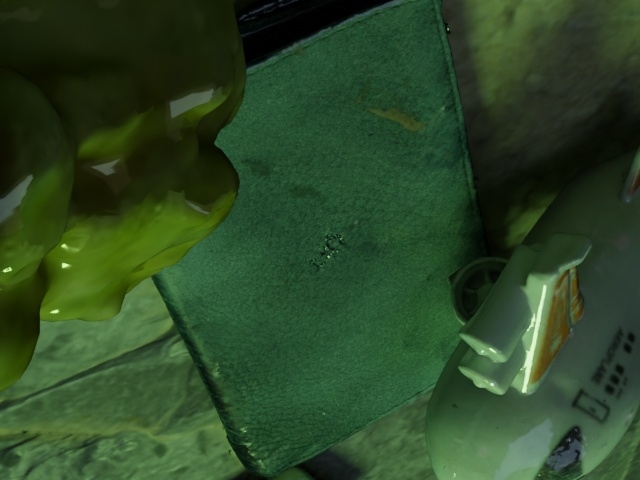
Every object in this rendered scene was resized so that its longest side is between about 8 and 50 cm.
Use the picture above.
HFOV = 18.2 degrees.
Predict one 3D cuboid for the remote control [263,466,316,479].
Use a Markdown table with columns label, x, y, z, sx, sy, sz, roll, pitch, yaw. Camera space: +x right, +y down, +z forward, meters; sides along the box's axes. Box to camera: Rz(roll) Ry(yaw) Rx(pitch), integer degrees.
| label | x | y | z | sx | sy | sz | roll | pitch | yaw |
| --- | --- | --- | --- | --- | --- | --- | --- | --- | --- |
| remote control | -0.111 | 0.248 | 1.341 | 0.293 | 0.051 | 0.103 | -36 | 148 | 8 |

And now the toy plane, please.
| label | x | y | z | sx | sy | sz | roll | pitch | yaw |
| --- | --- | --- | --- | --- | --- | --- | --- | --- | --- |
| toy plane | 0.151 | 0.047 | 1.125 | 0.245 | 0.117 | 0.244 | -44 | 152 | -31 |

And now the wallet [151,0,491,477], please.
| label | x | y | z | sx | sy | sz | roll | pitch | yaw |
| --- | --- | --- | --- | --- | --- | --- | --- | --- | --- |
| wallet | 0.000 | 0.000 | 1.067 | 0.191 | 0.046 | 0.379 | -26 | 147 | -4 |

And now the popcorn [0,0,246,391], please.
| label | x | y | z | sx | sy | sz | roll | pitch | yaw |
| --- | --- | --- | --- | --- | --- | --- | --- | --- | --- |
| popcorn | -0.142 | -0.066 | 0.710 | 0.256 | 0.255 | 0.195 | 29 | 145 | -24 |
